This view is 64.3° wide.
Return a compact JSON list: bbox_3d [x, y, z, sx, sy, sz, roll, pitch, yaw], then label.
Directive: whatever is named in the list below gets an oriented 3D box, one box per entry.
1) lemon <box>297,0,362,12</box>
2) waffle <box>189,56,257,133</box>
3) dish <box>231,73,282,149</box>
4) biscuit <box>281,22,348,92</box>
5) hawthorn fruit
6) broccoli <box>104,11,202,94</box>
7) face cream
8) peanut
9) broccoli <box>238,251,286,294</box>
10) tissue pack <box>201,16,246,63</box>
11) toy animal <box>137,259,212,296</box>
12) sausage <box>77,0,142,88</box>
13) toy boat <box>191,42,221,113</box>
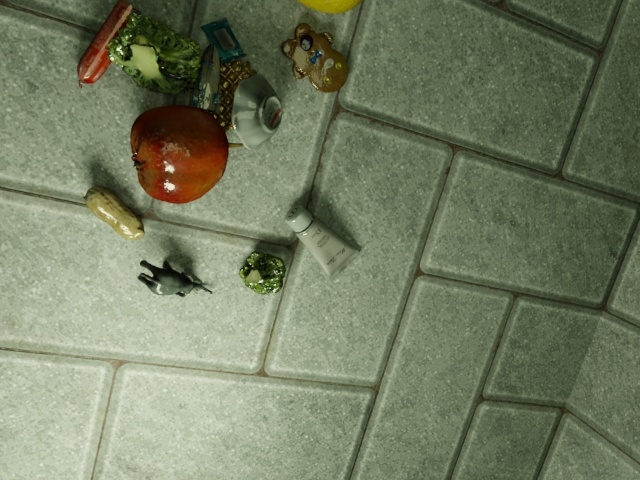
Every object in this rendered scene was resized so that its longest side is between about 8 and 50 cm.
[{"bbox_3d":[0.018,-0.797,1.477,0.320,0.245,0.245,9,101,-17],"label":"lemon"},{"bbox_3d":[-0.289,-0.447,1.576,0.232,0.051,0.228,-6,106,-17],"label":"waffle"},{"bbox_3d":[-0.171,-0.387,1.544,0.229,0.081,0.229,-33,128,-55],"label":"dish"},{"bbox_3d":[-0.009,-0.581,1.640,0.236,0.039,0.180,37,90,-25],"label":"biscuit"},{"bbox_3d":[-0.379,-0.256,1.488,0.330,0.287,0.287,-17,109,-26],"label":"hawthorn fruit"},{"bbox_3d":[-0.448,-0.539,1.406,0.243,0.273,0.180,17,75,-5],"label":"broccoli"},{"bbox_3d":[0.000,0.000,1.783,0.143,0.089,0.314,-46,124,-1],"label":"face cream"},{"bbox_3d":[-0.619,-0.082,1.543,0.099,0.099,0.214,-47,117,-1],"label":"peanut"},{"bbox_3d":[-0.198,0.113,1.721,0.162,0.138,0.145,13,97,17],"label":"broccoli"},{"bbox_3d":[-0.290,-0.597,1.529,0.085,0.028,0.138,-27,88,-17],"label":"tissue pack"},{"bbox_3d":[-0.474,0.129,1.635,0.082,0.137,0.269,-62,153,2],"label":"toy animal"},{"bbox_3d":[-0.606,-0.546,1.433,0.074,0.074,0.274,35,92,-23],"label":"sausage"},{"bbox_3d":[-0.326,-0.475,1.496,0.085,0.066,0.210,6,95,-20],"label":"toy boat"}]
